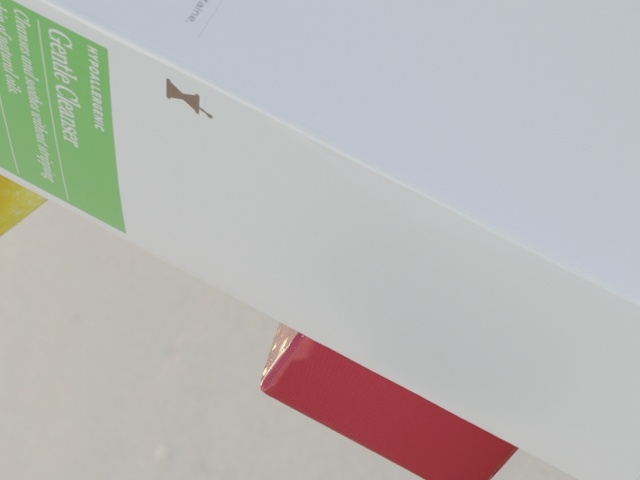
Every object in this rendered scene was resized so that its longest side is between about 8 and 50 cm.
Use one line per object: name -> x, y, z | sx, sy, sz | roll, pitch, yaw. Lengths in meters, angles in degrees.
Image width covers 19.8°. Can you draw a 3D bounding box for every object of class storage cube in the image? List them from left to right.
storage cube -> 0.091, 0.041, 1.365 | 0.193, 0.215, 0.184 | -53, 14, 30

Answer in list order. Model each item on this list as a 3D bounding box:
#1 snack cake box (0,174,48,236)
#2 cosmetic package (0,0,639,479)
snack cake box -> -0.165, -0.114, 1.105 | 0.264, 0.089, 0.152 | -40, 33, -16
cosmetic package -> 0.030, -0.055, 0.721 | 0.155, 0.365, 0.197 | -58, -11, -22
